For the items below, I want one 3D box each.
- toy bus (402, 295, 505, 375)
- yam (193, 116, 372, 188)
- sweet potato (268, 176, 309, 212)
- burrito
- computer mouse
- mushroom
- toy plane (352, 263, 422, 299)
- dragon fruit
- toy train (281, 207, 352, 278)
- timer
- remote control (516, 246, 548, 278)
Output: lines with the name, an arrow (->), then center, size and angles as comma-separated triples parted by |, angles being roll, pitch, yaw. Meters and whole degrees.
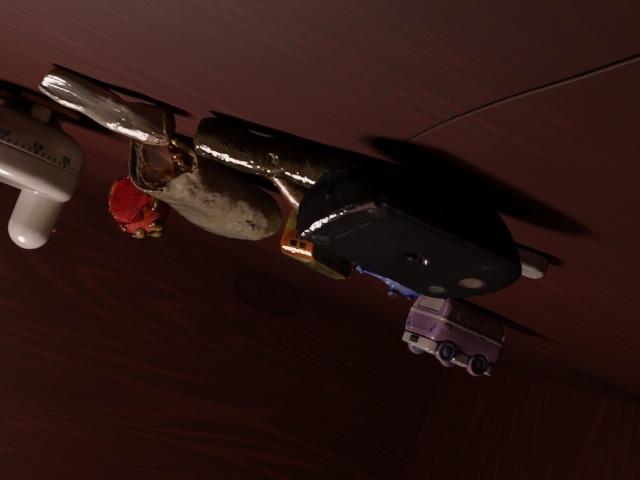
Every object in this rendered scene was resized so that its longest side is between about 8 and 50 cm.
toy bus -> 0.301, 0.208, 2.657 | 0.202, 0.142, 0.142 | 25, 173, -28
yam -> -0.043, -0.101, 1.510 | 0.252, 0.061, 0.061 | 17, 173, 24
sweet potato -> 0.036, -0.055, 1.591 | 0.346, 0.079, 0.108 | 21, 146, 12
burrito -> -0.187, -0.083, 1.942 | 0.143, 0.105, 0.299 | 13, 169, 29
computer mouse -> 0.114, -0.022, 1.407 | 0.269, 0.100, 0.170 | 25, 147, -31
mushroom -> -0.289, -0.184, 1.639 | 0.202, 0.059, 0.054 | 21, -149, 7
toy plane -> 0.145, 0.080, 2.534 | 0.167, 0.054, 0.062 | 20, 149, -3
dragon fruit -> -0.369, -0.080, 2.516 | 0.150, 0.133, 0.208 | 47, -172, -6
toy train -> 0.000, 0.000, 2.047 | 0.072, 0.099, 0.188 | 18, 174, 29
timer -> -0.521, -0.124, 2.039 | 0.233, 0.240, 0.233 | 21, 174, 2
remote control -> 0.227, 0.009, 1.688 | 0.190, 0.029, 0.087 | 20, 174, 6
